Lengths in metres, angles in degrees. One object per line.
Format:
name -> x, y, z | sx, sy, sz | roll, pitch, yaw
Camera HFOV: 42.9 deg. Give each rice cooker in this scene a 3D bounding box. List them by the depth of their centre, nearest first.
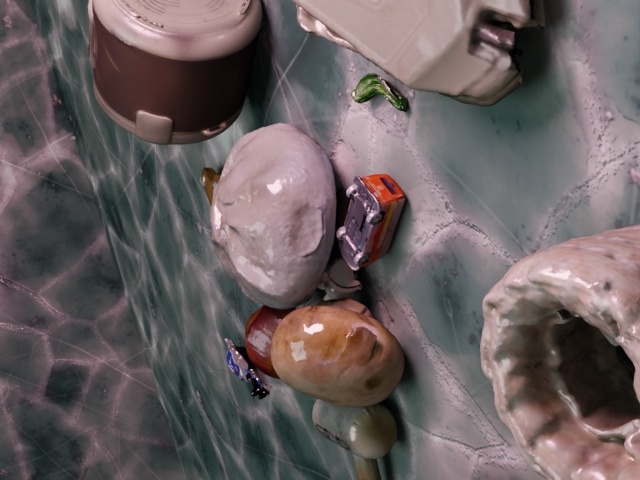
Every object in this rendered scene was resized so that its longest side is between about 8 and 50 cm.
rice cooker -> -0.289, -0.377, 1.596 | 0.335, 0.335, 0.325 | 60, 152, 25

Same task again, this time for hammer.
hammer -> 0.091, 0.441, 1.600 | 0.202, 0.113, 0.306 | 13, 123, 64

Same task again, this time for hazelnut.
hazelnut -> -0.077, 0.211, 1.752 | 0.201, 0.160, 0.170 | 41, -147, -64

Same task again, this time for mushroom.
mushroom -> 0.034, 0.197, 1.443 | 0.254, 0.184, 0.255 | 18, 145, 13

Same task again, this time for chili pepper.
chili pepper -> 0.092, -0.232, 1.254 | 0.118, 0.035, 0.055 | 21, 137, 47

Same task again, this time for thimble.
thimble -> 0.318, 0.124, 0.835 | 0.291, 0.195, 0.292 | 35, 135, 45

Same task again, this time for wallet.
wallet -> 0.001, 0.000, 1.532 | 0.244, 0.025, 0.124 | 140, 137, -62

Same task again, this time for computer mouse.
computer mouse -> 0.109, -0.334, 1.033 | 0.429, 0.145, 0.228 | 39, 133, 31

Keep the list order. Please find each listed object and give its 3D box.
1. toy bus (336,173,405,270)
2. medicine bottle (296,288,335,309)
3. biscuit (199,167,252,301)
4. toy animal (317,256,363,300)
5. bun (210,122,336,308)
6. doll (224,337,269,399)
toy bus -> 0.082, -0.030, 1.341 | 0.079, 0.077, 0.174 | 55, 150, 32
medicine bottle -> -0.002, 0.141, 1.614 | 0.130, 0.080, 0.080 | 51, 147, 38
biscuit -> -0.211, -0.006, 1.947 | 0.216, 0.047, 0.340 | 21, 129, 64
toy animal -> 0.035, 0.081, 1.513 | 0.124, 0.085, 0.071 | 110, 139, -71
bun -> -0.096, -0.045, 1.484 | 0.354, 0.194, 0.355 | -177, 90, -71
doll -> -0.202, 0.330, 2.154 | 0.195, 0.070, 0.096 | 53, 179, 29
